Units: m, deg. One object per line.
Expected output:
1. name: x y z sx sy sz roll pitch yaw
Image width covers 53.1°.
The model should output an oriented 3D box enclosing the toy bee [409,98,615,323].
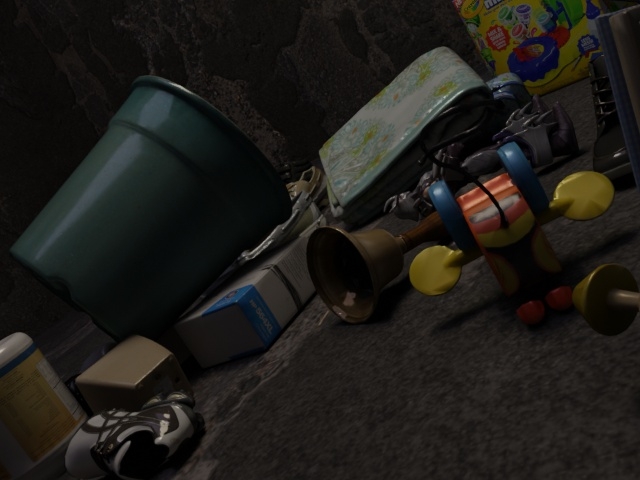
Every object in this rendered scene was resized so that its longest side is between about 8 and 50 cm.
1. toy bee: 0.162 0.001 0.591 0.195 0.162 0.298 -34 -17 35

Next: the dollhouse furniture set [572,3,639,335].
1. dollhouse furniture set: 0.241 -0.114 0.439 0.303 0.287 0.198 -23 8 -19

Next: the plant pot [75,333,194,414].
1. plant pot: -0.237 0.200 0.859 0.096 0.109 0.109 -5 26 38

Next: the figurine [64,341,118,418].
1. figurine: -0.423 0.279 1.060 0.209 0.092 0.215 -34 10 8

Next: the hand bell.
1. hand bell: 0.113 0.003 0.834 0.242 0.126 0.126 -23 5 -34

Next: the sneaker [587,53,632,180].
1. sneaker: 0.350 -0.156 0.761 0.083 0.118 0.222 -22 14 39

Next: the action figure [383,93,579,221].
1. action figure: 0.220 -0.108 0.941 0.285 0.099 0.185 -28 4 6

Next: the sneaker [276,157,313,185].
1. sneaker: -0.106 -0.130 1.804 0.104 0.147 0.295 -15 21 51

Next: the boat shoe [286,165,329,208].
1. boat shoe: -0.061 -0.098 1.651 0.113 0.103 0.302 -25 13 32

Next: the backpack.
1. backpack: 0.360 -0.267 1.273 0.114 0.105 0.084 -28 34 16

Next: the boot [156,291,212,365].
1. boot: -0.223 0.164 1.098 0.190 0.069 0.086 -39 -9 -15

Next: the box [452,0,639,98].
1. box: 0.496 -0.483 1.376 0.177 0.279 0.290 -39 13 -34

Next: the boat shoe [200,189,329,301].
1. boat shoe: -0.127 0.017 1.331 0.320 0.103 0.118 -35 12 -19

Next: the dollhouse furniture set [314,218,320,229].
1. dollhouse furniture set: 0.000 0.000 1.120 0.091 0.081 0.114 -30 11 9

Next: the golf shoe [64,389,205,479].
1. golf shoe: -0.230 0.237 0.730 0.198 0.077 0.094 -29 12 19

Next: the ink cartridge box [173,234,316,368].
1. ink cartridge box: -0.100 0.091 0.983 0.148 0.086 0.203 -24 13 38

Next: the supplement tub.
1. supplement tub: -0.402 0.240 0.853 0.144 0.200 0.144 -30 11 6

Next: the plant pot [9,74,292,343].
1. plant pot: -0.279 -0.022 1.029 0.334 0.341 0.341 -52 18 -19

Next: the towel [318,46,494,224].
1. towel: 0.155 -0.226 1.308 0.374 0.090 0.321 -40 28 17
